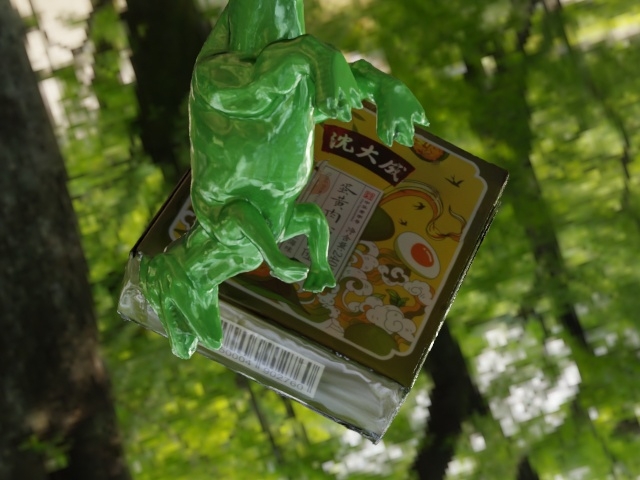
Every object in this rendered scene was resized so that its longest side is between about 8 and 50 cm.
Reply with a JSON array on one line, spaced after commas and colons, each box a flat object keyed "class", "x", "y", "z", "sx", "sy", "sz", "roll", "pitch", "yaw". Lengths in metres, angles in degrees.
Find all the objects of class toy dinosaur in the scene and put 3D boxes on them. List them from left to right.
[{"class": "toy dinosaur", "x": -0.097, "y": -0.166, "z": 1.463, "sx": 0.374, "sy": 0.500, "sz": 0.144, "roll": -24, "pitch": 175, "yaw": 43}]

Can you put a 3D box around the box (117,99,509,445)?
[{"class": "box", "x": 0.000, "y": 0.000, "z": 1.996, "sx": 0.420, "sy": 0.373, "sz": 0.138, "roll": -60, "pitch": 174, "yaw": -39}]
